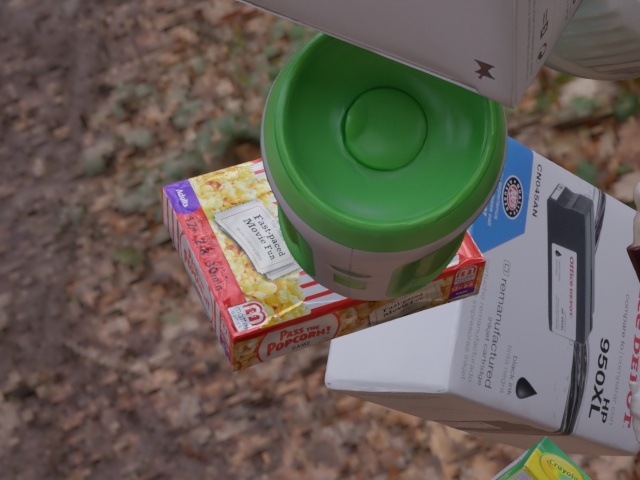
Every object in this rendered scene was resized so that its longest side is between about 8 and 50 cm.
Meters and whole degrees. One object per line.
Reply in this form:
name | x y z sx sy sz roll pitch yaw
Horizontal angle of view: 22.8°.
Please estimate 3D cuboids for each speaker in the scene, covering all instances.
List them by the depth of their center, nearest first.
speaker | 0.033 -0.038 0.897 0.131 0.131 0.296 -22 -7 -2

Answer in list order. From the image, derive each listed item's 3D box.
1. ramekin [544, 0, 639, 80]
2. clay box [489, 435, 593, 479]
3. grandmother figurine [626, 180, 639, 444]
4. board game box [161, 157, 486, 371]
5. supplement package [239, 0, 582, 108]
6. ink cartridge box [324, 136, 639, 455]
ramekin | 0.194 -0.196 0.924 0.207 0.207 0.109 -30 19 -22
clay box | 0.236 0.290 1.410 0.053 0.222 0.127 -44 -3 -45
grandmother figurine | 0.313 0.013 1.146 0.208 0.342 0.104 21 1 -5
board game box | 0.000 0.000 1.149 0.194 0.045 0.146 -17 55 -17
supplement package | -0.006 -0.207 0.644 0.262 0.204 0.145 23 62 20
ink cartridge box | 0.206 0.066 1.752 0.166 0.285 0.395 -1 -15 40
